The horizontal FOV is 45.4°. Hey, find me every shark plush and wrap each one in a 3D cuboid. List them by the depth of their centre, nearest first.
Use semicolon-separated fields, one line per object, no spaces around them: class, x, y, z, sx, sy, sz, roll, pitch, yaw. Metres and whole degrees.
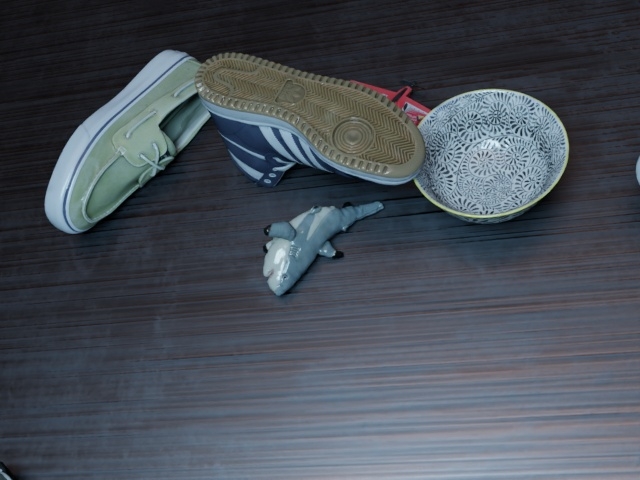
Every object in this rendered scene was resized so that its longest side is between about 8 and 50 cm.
shark plush;0.000;0.000;0.892;0.161;0.073;0.067;-27;75;-26

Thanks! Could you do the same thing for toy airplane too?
toy airplane;0.078;-0.143;0.951;0.151;0.028;0.151;-8;58;12

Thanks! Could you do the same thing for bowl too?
bowl;0.186;-0.079;0.853;0.170;0.080;0.170;-7;59;11

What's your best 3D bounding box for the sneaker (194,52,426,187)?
sneaker;-0.007;-0.112;0.892;0.282;0.153;0.099;25;67;19

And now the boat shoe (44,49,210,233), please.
boat shoe;-0.231;-0.130;0.983;0.094;0.109;0.302;21;64;23

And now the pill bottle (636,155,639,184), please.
pill bottle;0.446;-0.157;0.781;0.161;0.161;0.283;25;69;26

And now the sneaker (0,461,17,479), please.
sneaker;-0.379;0.292;0.792;0.228;0.086;0.132;8;57;8
